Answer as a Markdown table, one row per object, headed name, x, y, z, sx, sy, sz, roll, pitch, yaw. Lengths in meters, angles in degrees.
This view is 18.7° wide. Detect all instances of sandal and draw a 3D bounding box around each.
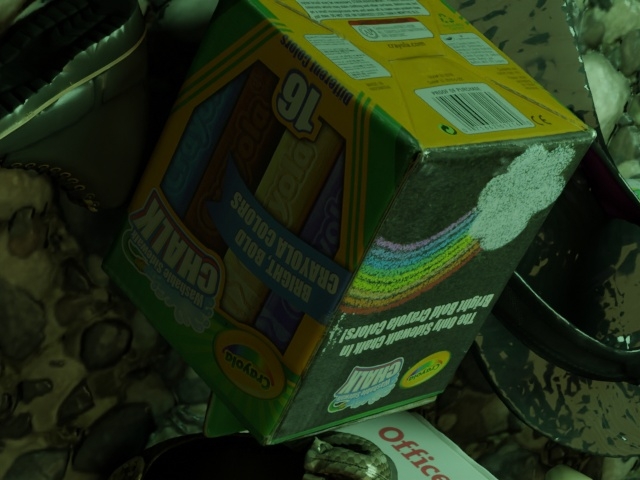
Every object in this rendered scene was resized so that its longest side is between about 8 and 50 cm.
| name | x | y | z | sx | sy | sz | roll | pitch | yaw |
| --- | --- | --- | --- | --- | --- | --- | --- | --- | --- |
| sandal | 0.161 | -0.008 | 1.350 | 0.167 | 0.107 | 0.446 | -31 | 117 | -6 |

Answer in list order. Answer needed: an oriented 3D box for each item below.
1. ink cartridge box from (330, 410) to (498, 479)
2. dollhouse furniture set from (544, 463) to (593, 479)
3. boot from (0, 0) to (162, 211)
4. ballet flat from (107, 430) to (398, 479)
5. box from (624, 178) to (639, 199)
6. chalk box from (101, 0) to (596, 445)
| name | x | y | z | sx | sy | sz | roll | pitch | yaw |
| --- | --- | --- | --- | --- | --- | --- | --- | --- | --- |
| ink cartridge box | -0.004 | 0.264 | 1.373 | 0.306 | 0.226 | 0.131 | -17 | 125 | -29 |
| dollhouse furniture set | 0.203 | 0.227 | 1.641 | 0.355 | 0.174 | 0.303 | -41 | 155 | 31 |
| boot | -0.175 | -0.048 | 1.167 | 0.198 | 0.077 | 0.137 | -31 | 136 | -17 |
| ballet flat | -0.061 | 0.158 | 1.275 | 0.058 | 0.250 | 0.084 | 33 | 61 | -42 |
| box | 0.234 | 0.005 | 1.529 | 0.179 | 0.043 | 0.105 | -4 | 118 | -38 |
| chalk box | 0.000 | 0.000 | 1.217 | 0.180 | 0.179 | 0.289 | -9 | 136 | -48 |
